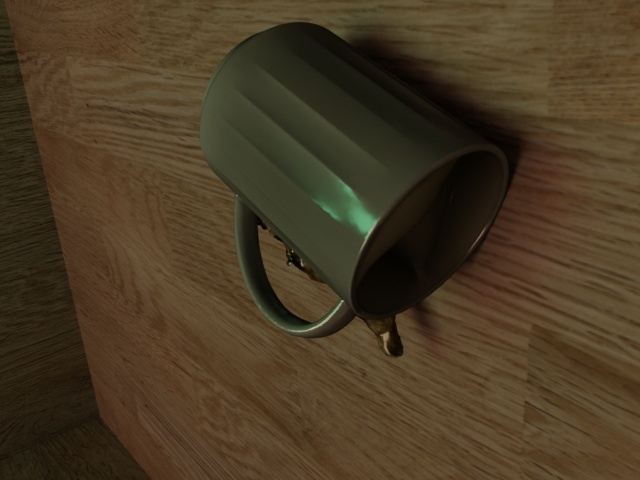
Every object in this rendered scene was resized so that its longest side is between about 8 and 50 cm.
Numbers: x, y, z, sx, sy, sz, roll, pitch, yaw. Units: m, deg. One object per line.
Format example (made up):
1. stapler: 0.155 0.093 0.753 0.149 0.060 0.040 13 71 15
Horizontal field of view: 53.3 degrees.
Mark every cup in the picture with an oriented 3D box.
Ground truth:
1. cup: 0.000 -0.064 0.776 0.327 0.237 0.322 43 104 31

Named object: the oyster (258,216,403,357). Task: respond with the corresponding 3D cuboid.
1. oyster: 0.011 -0.015 0.943 0.396 0.111 0.204 40 132 42
